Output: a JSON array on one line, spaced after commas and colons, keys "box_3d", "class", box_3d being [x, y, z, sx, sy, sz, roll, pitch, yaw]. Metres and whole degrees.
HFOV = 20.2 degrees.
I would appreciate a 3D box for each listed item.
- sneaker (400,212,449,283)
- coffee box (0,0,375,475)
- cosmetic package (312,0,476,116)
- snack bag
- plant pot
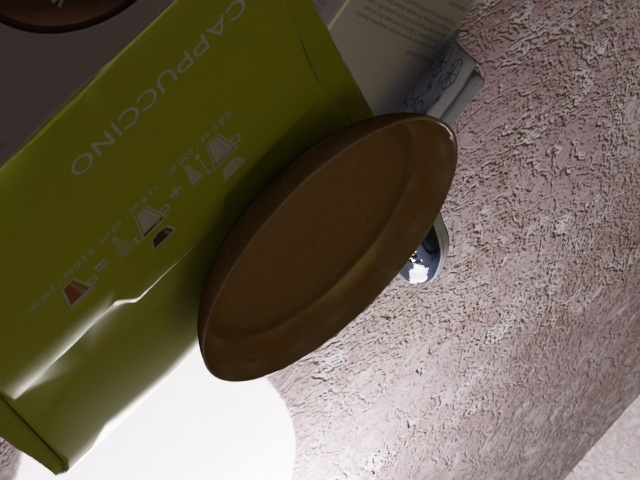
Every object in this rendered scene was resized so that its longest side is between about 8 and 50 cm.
[{"box_3d": [0.066, 0.000, 1.997, 0.163, 0.086, 0.226, -44, 146, -29], "class": "sneaker"}, {"box_3d": [-0.208, -0.105, 1.190, 0.337, 0.334, 0.338, -44, 154, -6], "class": "coffee box"}, {"box_3d": [-0.037, -0.147, 1.585, 0.365, 0.155, 0.197, -52, 154, 12], "class": "cosmetic package"}, {"box_3d": [0.038, -0.075, 1.735, 0.323, 0.037, 0.342, -54, -168, 13], "class": "snack bag"}, {"box_3d": [0.000, 0.000, 1.239, 0.236, 0.032, 0.236, -37, 156, -20], "class": "plant pot"}]
